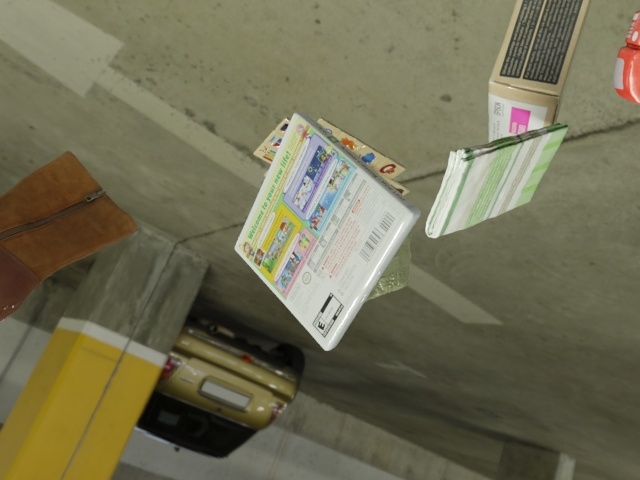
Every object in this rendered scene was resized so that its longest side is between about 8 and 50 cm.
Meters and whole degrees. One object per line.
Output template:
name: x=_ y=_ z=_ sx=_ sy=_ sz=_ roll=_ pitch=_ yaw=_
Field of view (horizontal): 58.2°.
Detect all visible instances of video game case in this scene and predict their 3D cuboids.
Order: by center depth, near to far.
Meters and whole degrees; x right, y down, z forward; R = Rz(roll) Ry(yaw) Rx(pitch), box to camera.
video game case: x=-0.005 y=-0.009 z=0.677 sx=0.023 sy=0.212 sz=0.193 roll=-13 pitch=-130 yaw=-48

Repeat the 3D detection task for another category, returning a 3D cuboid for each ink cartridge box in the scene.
ink cartridge box: x=0.293 y=-0.236 z=0.773 sx=0.088 sy=0.193 sz=0.235 roll=18 pitch=173 yaw=18

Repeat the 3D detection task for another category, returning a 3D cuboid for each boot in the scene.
boot: x=-0.396 y=-0.048 z=0.676 sx=0.264 sy=0.280 sz=0.096 roll=43 pitch=134 yaw=-1

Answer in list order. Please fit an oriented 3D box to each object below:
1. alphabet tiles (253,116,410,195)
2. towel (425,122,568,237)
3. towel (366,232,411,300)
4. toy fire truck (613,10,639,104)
alphabet tiles: x=0.026 y=-0.163 z=1.360 sx=0.343 sy=0.011 sz=0.285 roll=27 pitch=148 yaw=-20
towel: x=0.182 y=-0.064 z=0.600 sx=0.023 sy=0.152 sz=0.113 roll=52 pitch=147 yaw=32
towel: x=0.105 y=0.042 z=0.981 sx=0.148 sy=0.110 sz=0.027 roll=-14 pitch=-163 yaw=-41
toy fire truck: x=0.285 y=-0.069 z=0.381 sx=0.192 sy=0.135 sz=0.047 roll=17 pitch=-155 yaw=14
